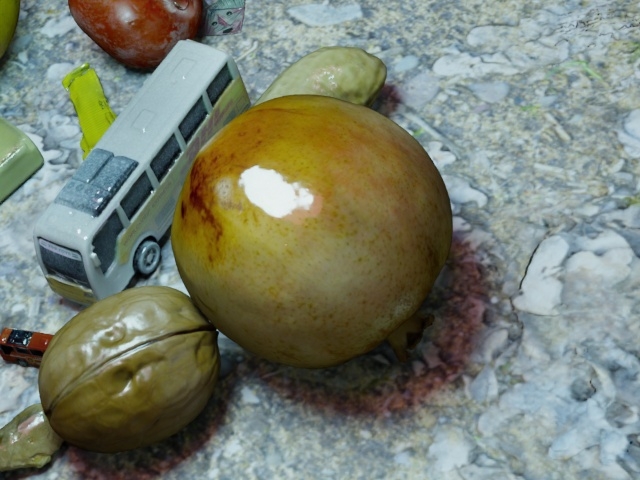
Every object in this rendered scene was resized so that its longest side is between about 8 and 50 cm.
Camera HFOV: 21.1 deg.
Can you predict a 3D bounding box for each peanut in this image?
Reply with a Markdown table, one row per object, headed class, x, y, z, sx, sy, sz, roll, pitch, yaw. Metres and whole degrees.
| class | x | y | z | sx | sy | sz | roll | pitch | yaw |
| --- | --- | --- | --- | --- | --- | --- | --- | --- | --- |
| peanut | -0.017 | -0.136 | 2.035 | 0.137 | 0.122 | 0.253 | 6 | 49 | 43 |

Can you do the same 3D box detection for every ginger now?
| class | x | y | z | sx | sy | sz | roll | pitch | yaw |
| --- | --- | --- | --- | --- | --- | --- | --- | --- | --- |
| ginger | -0.381 | 0.217 | 1.902 | 0.214 | 0.059 | 0.133 | -28 | 54 | -4 |

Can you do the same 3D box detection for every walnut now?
| class | x | y | z | sx | sy | sz | roll | pitch | yaw |
| --- | --- | --- | --- | --- | --- | --- | --- | --- | --- |
| walnut | -0.204 | 0.140 | 1.845 | 0.207 | 0.167 | 0.167 | -28 | 50 | -5 |

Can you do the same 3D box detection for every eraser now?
| class | x | y | z | sx | sy | sz | roll | pitch | yaw |
| --- | --- | --- | --- | --- | --- | --- | --- | --- | --- |
| eraser | -0.450 | -0.083 | 2.166 | 0.117 | 0.058 | 0.172 | 32 | 67 | 34 |

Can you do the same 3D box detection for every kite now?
| class | x | y | z | sx | sy | sz | roll | pitch | yaw |
| --- | --- | --- | --- | --- | --- | --- | --- | --- | --- |
| kite | -0.155 | -0.310 | 2.294 | 0.137 | 0.005 | 0.152 | -40 | 51 | -16 |

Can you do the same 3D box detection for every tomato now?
| class | x | y | z | sx | sy | sz | roll | pitch | yaw |
| --- | --- | --- | --- | --- | --- | --- | --- | --- | --- |
| tomato | -0.242 | -0.317 | 2.221 | 0.151 | 0.187 | 0.187 | -29 | 39 | 40 |

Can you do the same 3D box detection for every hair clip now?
| class | x | y | z | sx | sy | sz | roll | pitch | yaw |
| --- | --- | --- | --- | --- | --- | --- | --- | --- | --- |
| hair clip | -0.285 | -0.150 | 2.177 | 0.072 | 0.046 | 0.173 | -33 | 49 | 2 |

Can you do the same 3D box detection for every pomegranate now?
| class | x | y | z | sx | sy | sz | roll | pitch | yaw |
| --- | --- | --- | --- | --- | --- | --- | --- | --- | --- |
| pomegranate | 0.000 | 0.000 | 1.827 | 0.319 | 0.319 | 0.319 | -9 | 50 | 10 |

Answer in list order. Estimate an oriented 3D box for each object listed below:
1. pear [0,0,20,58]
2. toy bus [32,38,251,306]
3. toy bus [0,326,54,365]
| class | x | y | z | sx | sy | sz | roll | pitch | yaw |
| --- | --- | --- | --- | --- | --- | --- | --- | --- | --- |
| pear | -0.545 | -0.298 | 2.232 | 0.285 | 0.285 | 0.336 | 20 | 63 | 29 |
| toy bus | -0.206 | -0.081 | 2.037 | 0.097 | 0.138 | 0.342 | 19 | 58 | 26 |
| toy bus | -0.319 | 0.125 | 1.968 | 0.110 | 0.043 | 0.031 | 7 | 55 | 22 |
